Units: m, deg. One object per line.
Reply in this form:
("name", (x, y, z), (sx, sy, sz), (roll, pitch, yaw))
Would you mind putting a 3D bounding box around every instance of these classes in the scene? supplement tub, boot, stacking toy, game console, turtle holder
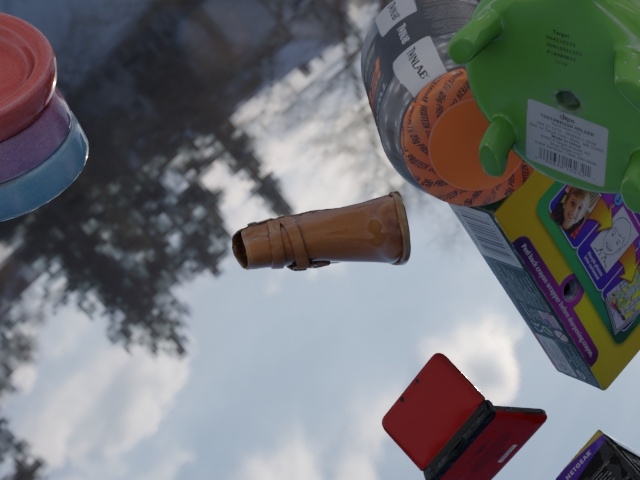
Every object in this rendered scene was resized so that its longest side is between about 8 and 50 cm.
("supplement tub", (0.154, -0.168, 1.775), (0.193, 0.193, 0.316), (-37, -159, 11))
("boot", (0.000, 0.000, 1.521), (0.152, 0.073, 0.197), (-7, 175, -16))
("stacking toy", (-0.341, -0.043, 1.135), (0.279, 0.130, 0.309), (24, -127, 38))
("game console", (0.159, 0.200, 1.705), (0.144, 0.124, 0.085), (-56, -141, 40))
("turtle holder", (0.259, -0.208, 1.462), (0.243, 0.320, 0.227), (0, -137, 47))

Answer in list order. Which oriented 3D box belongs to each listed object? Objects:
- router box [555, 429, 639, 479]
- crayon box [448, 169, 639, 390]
("router box", (0.432, 0.355, 1.691), (0.081, 0.309, 0.243), (-51, -142, 11))
("crayon box", (0.368, -0.037, 2.018), (0.313, 0.363, 0.106), (-47, -143, -16))
